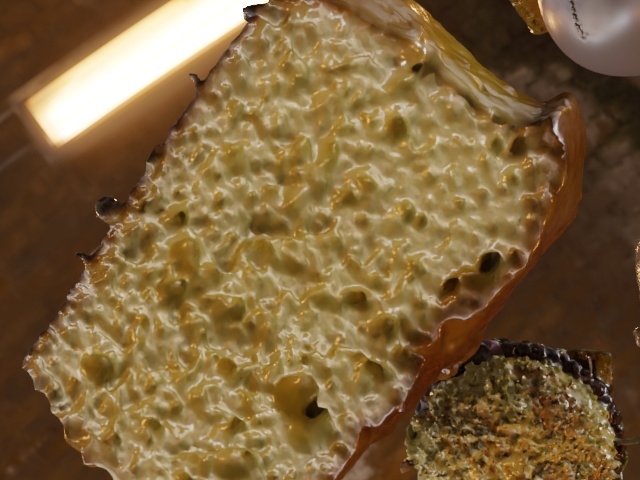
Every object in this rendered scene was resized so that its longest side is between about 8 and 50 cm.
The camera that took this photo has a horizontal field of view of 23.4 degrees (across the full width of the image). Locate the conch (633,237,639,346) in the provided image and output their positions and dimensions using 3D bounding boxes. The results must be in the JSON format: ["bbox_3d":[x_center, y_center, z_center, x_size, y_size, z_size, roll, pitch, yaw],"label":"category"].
[{"bbox_3d":[0.422,0.033,1.762,0.130,0.155,0.207,26,-84,29],"label":"conch"}]

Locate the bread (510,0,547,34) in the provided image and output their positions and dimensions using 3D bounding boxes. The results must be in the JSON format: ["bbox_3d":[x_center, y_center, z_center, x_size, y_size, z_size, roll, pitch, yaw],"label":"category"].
[{"bbox_3d":[0.171,-0.299,1.446,0.070,0.236,0.236,-31,-147,12],"label":"bread"}]

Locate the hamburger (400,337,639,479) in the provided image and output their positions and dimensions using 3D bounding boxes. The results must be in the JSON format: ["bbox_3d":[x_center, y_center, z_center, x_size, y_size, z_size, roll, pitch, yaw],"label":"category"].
[{"bbox_3d":[0.214,0.223,1.626,0.262,0.243,0.138,-6,-164,8],"label":"hamburger"}]

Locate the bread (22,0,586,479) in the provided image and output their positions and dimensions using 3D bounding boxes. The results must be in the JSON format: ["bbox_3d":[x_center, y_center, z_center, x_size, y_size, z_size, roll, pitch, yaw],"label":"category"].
[{"bbox_3d":[0.000,0.000,0.820,0.340,0.194,0.179,-52,179,33],"label":"bread"}]

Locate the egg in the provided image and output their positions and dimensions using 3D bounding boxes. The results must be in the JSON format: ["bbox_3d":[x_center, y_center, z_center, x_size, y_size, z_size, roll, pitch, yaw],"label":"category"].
[{"bbox_3d":[0.232,-0.204,1.059,0.198,0.146,0.146,-61,-153,20],"label":"egg"}]
